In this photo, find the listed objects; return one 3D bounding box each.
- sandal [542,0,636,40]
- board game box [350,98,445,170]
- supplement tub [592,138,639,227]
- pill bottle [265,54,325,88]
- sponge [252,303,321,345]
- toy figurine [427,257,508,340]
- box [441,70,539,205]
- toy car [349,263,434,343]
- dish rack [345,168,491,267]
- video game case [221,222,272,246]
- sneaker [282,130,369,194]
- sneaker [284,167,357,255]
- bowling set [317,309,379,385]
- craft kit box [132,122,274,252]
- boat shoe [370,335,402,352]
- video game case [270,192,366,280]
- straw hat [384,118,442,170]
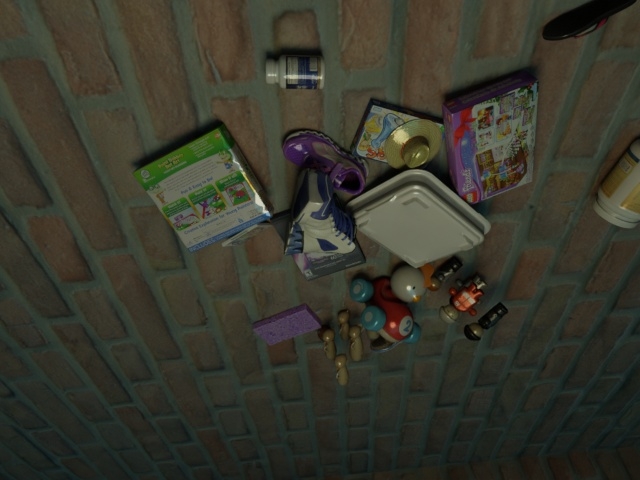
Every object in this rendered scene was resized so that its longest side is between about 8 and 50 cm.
[{"bbox_3d":[0.546,-0.446,0.905,0.179,0.067,0.040,-23,142,12],"label":"sandal"},{"bbox_3d":[0.188,-0.247,1.071,0.201,0.035,0.136,10,131,-15],"label":"board game box"},{"bbox_3d":[0.824,-0.145,1.156,0.144,0.144,0.200,6,132,-11],"label":"supplement tub"},{"bbox_3d":[-0.053,-0.350,0.928,0.120,0.067,0.067,-1,133,-5],"label":"pill bottle"},{"bbox_3d":[-0.114,0.294,1.546,0.210,0.031,0.117,-22,131,15],"label":"sponge"},{"bbox_3d":[0.439,0.181,1.376,0.213,0.210,0.148,31,111,-30],"label":"toy figurine"},{"bbox_3d":[0.407,-0.228,1.071,0.200,0.057,0.293,-21,134,2],"label":"box"},{"bbox_3d":[0.255,0.166,1.353,0.219,0.210,0.238,25,121,-38],"label":"toy car"},{"bbox_3d":[0.256,-0.034,1.196,0.332,0.073,0.285,32,142,-29],"label":"dish rack"},{"bbox_3d":[-0.201,-0.016,1.225,0.122,0.011,0.087,-28,173,20],"label":"video game case"},{"bbox_3d":[0.019,-0.178,1.072,0.236,0.105,0.095,21,129,-22],"label":"sneaker"},{"bbox_3d":[0.017,-0.055,1.110,0.182,0.128,0.315,5,153,-11],"label":"sneaker"},{"bbox_3d":[0.062,0.319,1.497,0.199,0.287,0.154,15,132,27],"label":"bowling set"},{"bbox_3d":[-0.280,-0.119,1.088,0.249,0.061,0.247,-22,118,14],"label":"craft kit box"},{"bbox_3d":[0.258,0.342,1.614,0.183,0.066,0.066,-26,126,4],"label":"boat shoe"},{"bbox_3d":[0.000,0.000,1.290,0.195,0.026,0.274,-18,133,11],"label":"video game case"},{"bbox_3d":[0.223,-0.207,1.045,0.144,0.061,0.145,-4,133,-4],"label":"straw hat"}]
